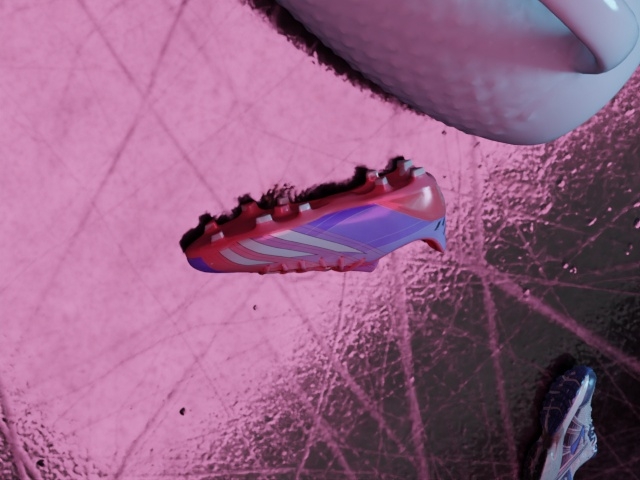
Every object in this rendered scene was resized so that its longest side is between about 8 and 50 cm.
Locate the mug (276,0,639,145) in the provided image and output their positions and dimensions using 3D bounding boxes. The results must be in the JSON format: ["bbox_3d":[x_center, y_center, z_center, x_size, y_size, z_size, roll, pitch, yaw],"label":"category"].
[{"bbox_3d":[0.133,-0.235,1.422,0.328,0.374,0.276,41,90,-22],"label":"mug"}]

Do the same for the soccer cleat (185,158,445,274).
[{"bbox_3d":[0.000,0.000,1.587,0.248,0.083,0.095,-18,106,-9],"label":"soccer cleat"}]

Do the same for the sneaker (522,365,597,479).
[{"bbox_3d":[0.246,0.187,1.676,0.058,0.052,0.135,15,104,-21],"label":"sneaker"}]
